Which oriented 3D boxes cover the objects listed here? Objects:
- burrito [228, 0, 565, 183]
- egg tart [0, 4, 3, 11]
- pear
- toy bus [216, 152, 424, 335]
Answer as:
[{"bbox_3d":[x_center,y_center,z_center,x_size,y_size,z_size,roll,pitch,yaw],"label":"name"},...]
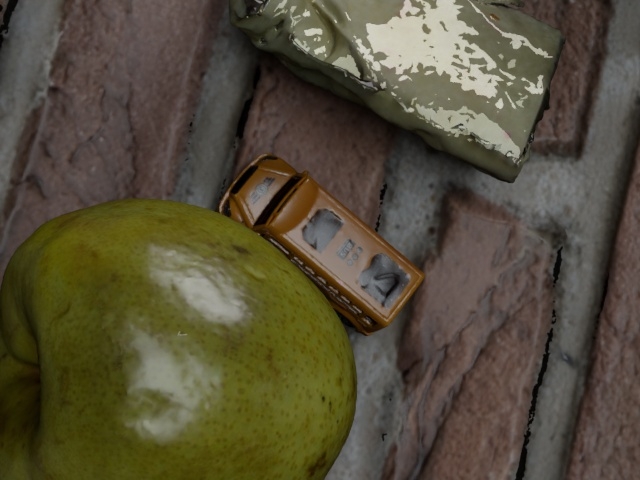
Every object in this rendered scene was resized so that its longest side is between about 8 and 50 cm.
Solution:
[{"bbox_3d":[0.061,-0.193,1.185,0.332,0.135,0.190,28,68,-6],"label":"burrito"},{"bbox_3d":[-0.375,-0.142,1.044,0.215,0.215,0.170,0,99,-14],"label":"egg tart"},{"bbox_3d":[-0.116,0.115,1.020,0.304,0.304,0.303,2,82,-14],"label":"pear"},{"bbox_3d":[0.000,0.000,1.166,0.194,0.088,0.083,39,76,-7],"label":"toy bus"}]
